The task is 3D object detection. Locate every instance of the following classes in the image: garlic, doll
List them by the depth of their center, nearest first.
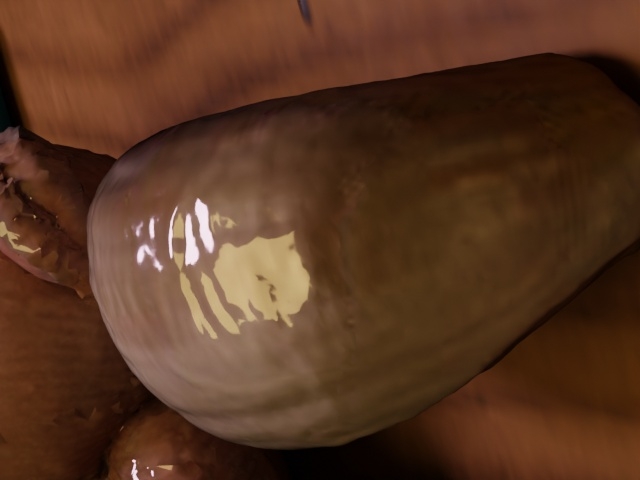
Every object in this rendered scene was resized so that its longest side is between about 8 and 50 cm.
[{"bbox_3d":[-0.007,0.004,0.410,0.195,0.101,0.087,-12,102,62],"label":"garlic"},{"bbox_3d":[-0.074,0.112,0.552,0.303,0.156,0.201,63,163,0],"label":"doll"}]

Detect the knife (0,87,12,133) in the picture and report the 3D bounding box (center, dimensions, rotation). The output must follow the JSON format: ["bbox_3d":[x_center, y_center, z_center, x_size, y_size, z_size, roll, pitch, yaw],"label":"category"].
[{"bbox_3d":[-0.130,0.037,0.731,0.044,0.026,0.296,-149,42,-65],"label":"knife"}]
